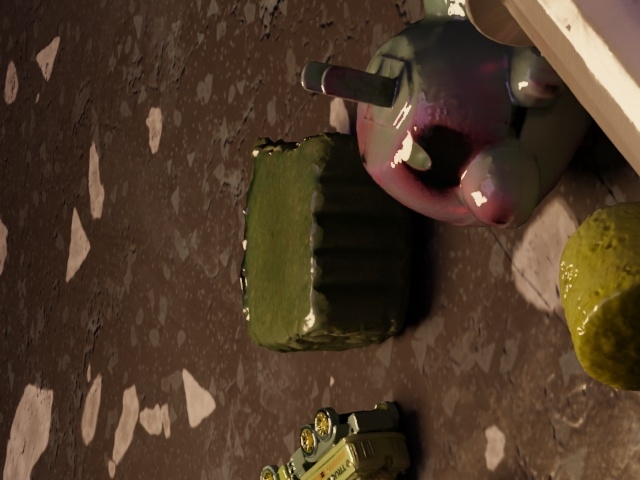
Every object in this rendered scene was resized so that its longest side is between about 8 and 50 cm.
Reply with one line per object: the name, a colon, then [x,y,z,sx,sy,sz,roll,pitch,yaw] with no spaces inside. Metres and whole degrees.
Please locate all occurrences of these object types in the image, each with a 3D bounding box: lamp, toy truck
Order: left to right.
toy truck: [0.021,0.244,1.865,0.191,0.085,0.116,-51,49,46]
lamp: [0.117,-0.163,1.543,0.247,0.247,0.301,-152,73,-66]

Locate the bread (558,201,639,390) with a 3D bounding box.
bread: [0.240,0.043,1.436,0.129,0.111,0.114,-61,28,33]

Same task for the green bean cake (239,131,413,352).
green bean cake: [0.000,0.000,1.887,0.227,0.125,0.223,169,100,-64]

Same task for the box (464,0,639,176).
box: [0.244,-0.158,1.271,0.262,0.291,0.206,-46,60,27]
